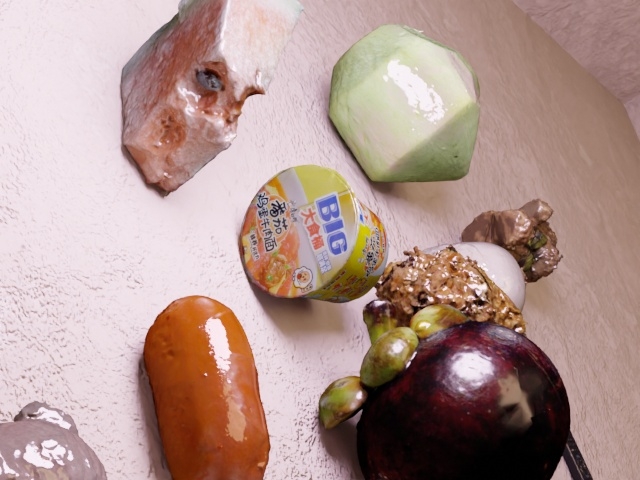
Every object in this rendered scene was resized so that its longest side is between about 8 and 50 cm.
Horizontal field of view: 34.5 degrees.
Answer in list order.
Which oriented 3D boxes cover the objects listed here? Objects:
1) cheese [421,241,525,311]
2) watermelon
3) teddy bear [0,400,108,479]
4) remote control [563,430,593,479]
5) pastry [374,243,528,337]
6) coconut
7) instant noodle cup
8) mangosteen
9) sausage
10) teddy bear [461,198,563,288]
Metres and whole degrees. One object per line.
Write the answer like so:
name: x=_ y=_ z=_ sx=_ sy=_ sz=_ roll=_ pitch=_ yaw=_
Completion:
cheese: x=0.280 y=0.095 z=1.882 sx=0.154 sy=0.189 sz=0.198 roll=72 pitch=6 yaw=-57
watermelon: x=-0.167 y=-0.250 z=1.455 sx=0.151 sy=0.264 sz=0.302 roll=41 pitch=36 yaw=-25
teddy bear: x=-0.304 y=0.229 z=0.868 sx=0.267 sy=0.151 sz=0.236 roll=9 pitch=56 yaw=-52
remote control: x=0.496 y=0.420 z=2.024 sx=0.063 sy=0.025 sz=0.245 roll=12 pitch=50 yaw=-53
pastry: x=0.217 y=0.109 z=1.668 sx=0.193 sy=0.275 sz=0.275 roll=-39 pitch=96 yaw=-20
coconut: x=0.172 y=-0.246 z=1.954 sx=0.328 sy=0.281 sz=0.328 roll=51 pitch=-9 yaw=12
instant noodle cup: x=0.000 y=0.000 z=1.534 sx=0.153 sy=0.205 sz=0.205 roll=24 pitch=41 yaw=-58
mangosteen: x=0.179 y=0.251 z=1.426 sx=0.330 sy=0.330 sz=0.330 roll=37 pitch=34 yaw=-31
sausage: x=-0.132 y=0.183 z=1.206 sx=0.133 sy=0.133 sz=0.258 roll=21 pitch=45 yaw=-47
teddy bear: x=0.414 y=0.033 z=2.101 sx=0.223 sy=0.246 sz=0.296 roll=12 pitch=6 yaw=-14
